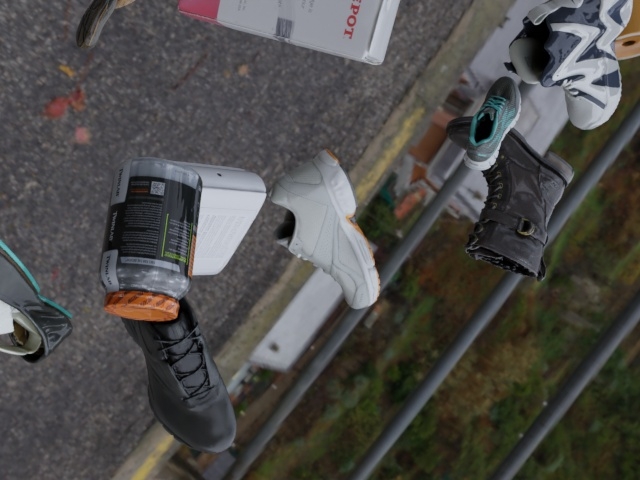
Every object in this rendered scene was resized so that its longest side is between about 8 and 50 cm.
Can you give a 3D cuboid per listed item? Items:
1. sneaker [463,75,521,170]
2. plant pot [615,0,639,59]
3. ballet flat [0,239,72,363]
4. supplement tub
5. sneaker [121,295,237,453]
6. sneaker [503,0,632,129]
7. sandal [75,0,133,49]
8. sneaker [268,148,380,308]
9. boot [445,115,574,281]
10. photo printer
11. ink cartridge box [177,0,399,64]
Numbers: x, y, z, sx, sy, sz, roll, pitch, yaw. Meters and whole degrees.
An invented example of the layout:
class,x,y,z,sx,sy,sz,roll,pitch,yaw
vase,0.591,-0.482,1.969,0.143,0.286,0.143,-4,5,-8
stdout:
class,x,y,z,sx,sy,sz,roll,pitch,yaw
sneaker,0.275,-0.195,1.330,0.076,0.065,0.166,58,51,-64
plant pot,0.616,-0.482,1.719,0.205,0.205,0.188,17,64,-59
ballet flat,-0.377,0.080,1.009,0.096,0.095,0.280,-62,160,-22
supplement tub,-0.216,0.001,1.064,0.117,0.117,0.190,39,51,-60
sneaker,-0.199,0.163,1.165,0.109,0.286,0.130,-26,172,-25
sneaker,0.301,-0.219,1.069,0.153,0.094,0.235,-21,147,-8
sandal,-0.334,-0.410,1.394,0.060,0.090,0.219,25,92,-33
sneaker,0.000,0.000,1.181,0.121,0.099,0.262,-23,123,-5
boot,0.301,-0.074,1.442,0.229,0.263,0.091,-61,176,-19
photo printer,-0.286,-0.041,1.723,0.307,0.107,0.256,0,130,-51
ink cartridge box,-0.028,-0.373,1.144,0.117,0.283,0.207,-23,130,-72
